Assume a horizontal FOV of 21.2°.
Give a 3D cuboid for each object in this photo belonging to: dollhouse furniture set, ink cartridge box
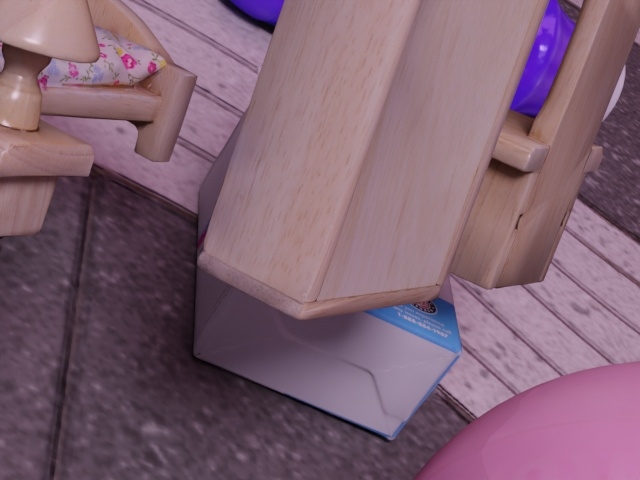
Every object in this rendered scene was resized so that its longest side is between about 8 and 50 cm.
[{"bbox_3d":[-0.086,-0.124,0.669,0.355,0.174,0.303,27,14,27],"label":"dollhouse furniture set"},{"bbox_3d":[0.000,0.000,0.809,0.104,0.061,0.181,26,29,-17],"label":"ink cartridge box"}]

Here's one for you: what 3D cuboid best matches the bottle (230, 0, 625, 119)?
[{"bbox_3d":[0.069,-0.149,1.099,0.283,0.092,0.118,22,28,-25],"label":"bottle"}]

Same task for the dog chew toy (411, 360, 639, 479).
[{"bbox_3d":[0.086,0.181,0.479,0.206,0.206,0.332,35,36,-2],"label":"dog chew toy"}]
